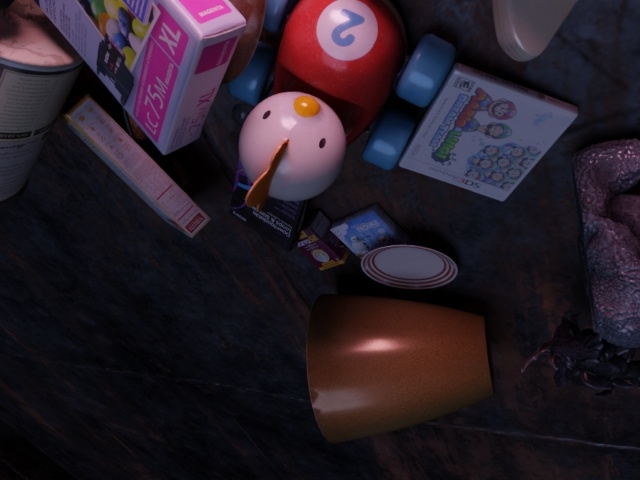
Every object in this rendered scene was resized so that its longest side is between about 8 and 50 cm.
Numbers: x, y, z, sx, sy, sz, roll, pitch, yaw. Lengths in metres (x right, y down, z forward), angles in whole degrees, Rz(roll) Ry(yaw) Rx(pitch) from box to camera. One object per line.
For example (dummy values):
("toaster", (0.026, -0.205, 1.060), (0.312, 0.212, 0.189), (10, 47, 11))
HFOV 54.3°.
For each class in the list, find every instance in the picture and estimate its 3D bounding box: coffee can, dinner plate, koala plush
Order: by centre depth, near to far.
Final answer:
("koala plush", (0.391, 0.010, 0.644), (0.222, 0.203, 0.196), (-7, 133, 19))
("coffee can", (-0.431, -0.191, 0.784), (0.202, 0.201, 0.275), (36, 126, -12))
("dinner plate", (0.130, 0.036, 0.921), (0.141, 0.017, 0.141), (6, 152, 3))

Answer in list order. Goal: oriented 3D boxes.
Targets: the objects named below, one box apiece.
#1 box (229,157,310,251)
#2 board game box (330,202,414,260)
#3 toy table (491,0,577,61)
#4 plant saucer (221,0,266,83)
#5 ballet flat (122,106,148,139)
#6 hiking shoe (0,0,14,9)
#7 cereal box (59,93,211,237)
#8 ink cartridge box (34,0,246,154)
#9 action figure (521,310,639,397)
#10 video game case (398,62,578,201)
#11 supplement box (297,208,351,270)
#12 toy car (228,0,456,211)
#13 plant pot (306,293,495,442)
("box", (-0.069, -0.071, 0.887), (0.116, 0.029, 0.162), (33, 137, 15))
("board game box", (0.076, -0.006, 0.922), (0.090, 0.020, 0.090), (44, 138, -22))
("toy table", (0.154, -0.269, 0.410), (0.161, 0.274, 0.252), (33, 104, -15))
("plant saucer", (-0.119, -0.259, 0.629), (0.199, 0.036, 0.198), (21, 116, 50))
("ballet flat", (-0.243, -0.225, 0.830), (0.067, 0.073, 0.206), (-8, 142, -4))
("hiking shoe", (-0.344, -0.366, 0.565), (0.132, 0.113, 0.303), (-1, 122, 21))
("cereal box", (-0.279, -0.111, 0.924), (0.240, 0.047, 0.173), (48, 168, -27))
("ink cartridge box", (-0.214, -0.256, 0.621), (0.311, 0.065, 0.186), (51, 145, 7))
("action figure", (0.399, 0.130, 0.804), (0.276, 0.140, 0.164), (6, 142, 1))
("video game case", (0.185, -0.117, 0.713), (0.143, 0.019, 0.157), (18, 143, -7))
("supplement box", (0.000, 0.000, 0.954), (0.083, 0.043, 0.055), (45, 140, -22))
("toy car", (-0.012, -0.131, 0.651), (0.219, 0.237, 0.210), (26, 142, -1))
("plant pot", (0.134, 0.189, 0.974), (0.255, 0.237, 0.237), (-8, 132, 18))
